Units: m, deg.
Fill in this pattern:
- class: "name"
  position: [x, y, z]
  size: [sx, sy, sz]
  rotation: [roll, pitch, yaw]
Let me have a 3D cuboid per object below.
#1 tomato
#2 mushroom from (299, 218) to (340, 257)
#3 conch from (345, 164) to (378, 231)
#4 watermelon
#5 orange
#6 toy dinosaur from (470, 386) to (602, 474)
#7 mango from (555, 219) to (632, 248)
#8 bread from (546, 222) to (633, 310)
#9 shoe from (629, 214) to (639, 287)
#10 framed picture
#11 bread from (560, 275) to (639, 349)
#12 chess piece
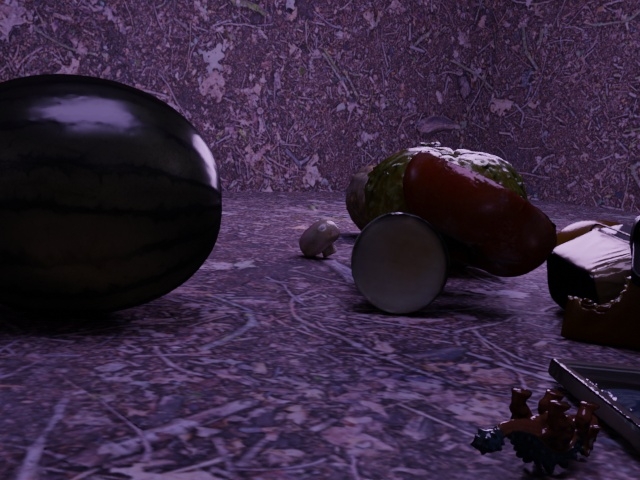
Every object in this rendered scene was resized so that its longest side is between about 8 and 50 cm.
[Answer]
- class: "tomato"
  position: [0.210, -0.025, 1.121]
  size: [0.237, 0.095, 0.237]
  rotation: [33, -7, 5]
- class: "mushroom"
  position: [0.000, 0.000, 1.481]
  size: [0.084, 0.067, 0.083]
  rotation: [-31, -1, 0]
- class: "conch"
  position: [0.167, -0.071, 1.790]
  size: [0.210, 0.158, 0.291]
  rotation: [11, 16, -15]
- class: "watermelon"
  position: [-0.295, -0.051, 0.919]
  size: [0.360, 0.278, 0.279]
  rotation: [3, 8, -15]
- class: "orange"
  position: [0.236, -0.058, 1.463]
  size: [0.301, 0.223, 0.300]
  rotation: [13, 22, 36]
- class: "toy dinosaur"
  position: [0.157, 0.134, 0.562]
  size: [0.154, 0.055, 0.049]
  rotation: [8, 6, -42]
- class: "mango"
  position: [0.477, 0.035, 1.253]
  size: [0.221, 0.120, 0.151]
  rotation: [13, 8, 13]
- class: "bread"
  position: [0.435, 0.051, 1.080]
  size: [0.212, 0.142, 0.224]
  rotation: [-10, 12, -4]
- class: "shoe"
  position: [0.406, -0.002, 0.947]
  size: [0.071, 0.049, 0.179]
  rotation: [8, 29, 22]
- class: "framed picture"
  position: [0.324, 0.151, 0.668]
  size: [0.189, 0.023, 0.260]
  rotation: [6, 7, -5]
- class: "bread"
  position: [0.403, 0.088, 0.926]
  size: [0.226, 0.088, 0.049]
  rotation: [8, 10, 23]
- class: "chess piece"
  position: [0.104, 0.025, 1.143]
  size: [0.133, 0.133, 0.243]
  rotation: [4, 2, 0]
